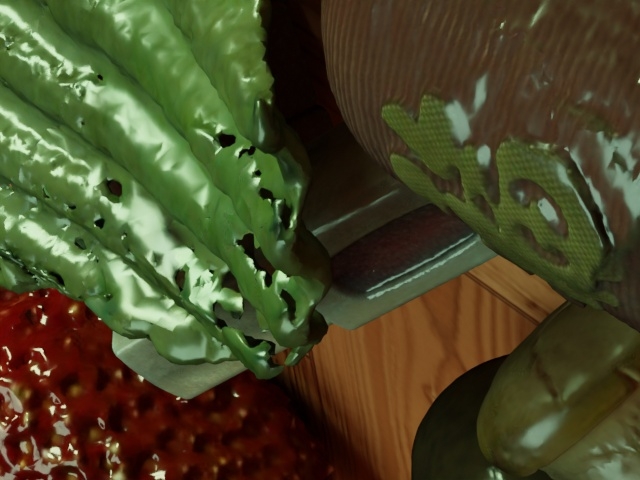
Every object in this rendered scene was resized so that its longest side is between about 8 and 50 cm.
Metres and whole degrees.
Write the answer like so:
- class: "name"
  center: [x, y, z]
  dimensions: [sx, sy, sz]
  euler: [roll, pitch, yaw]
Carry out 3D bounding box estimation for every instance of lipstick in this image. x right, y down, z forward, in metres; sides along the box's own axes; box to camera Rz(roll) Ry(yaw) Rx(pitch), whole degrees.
- class: "lipstick"
  center: [0.000, 0.000, 0.814]
  dimensions: [0.079, 0.077, 0.253]
  euler: [37, 134, -28]

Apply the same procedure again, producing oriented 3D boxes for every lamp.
- class: "lamp"
  center: [0.105, -0.063, 0.553]
  dimensions: [0.258, 0.180, 0.180]
  euler: [34, 152, 33]

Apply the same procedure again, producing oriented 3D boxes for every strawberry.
- class: "strawberry"
  center: [-0.152, 0.174, 1.272]
  dimensions: [0.343, 0.292, 0.292]
  euler: [44, 157, 24]

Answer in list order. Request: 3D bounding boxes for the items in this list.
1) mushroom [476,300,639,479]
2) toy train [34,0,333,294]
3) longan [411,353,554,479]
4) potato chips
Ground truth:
- class: "mushroom"
  center: [0.247, 0.175, 0.716]
  dimensions: [0.407, 0.137, 0.154]
  euler: [43, 170, 1]
- class: "toy train"
  center: [-0.108, -0.070, 1.008]
  dimensions: [0.304, 0.150, 0.221]
  euler: [15, 128, 57]
- class: "longan"
  center: [0.122, 0.145, 0.867]
  dimensions: [0.187, 0.167, 0.167]
  euler: [56, 165, 38]
- class: "potato chips"
  center: [-0.111, -0.123, 0.763]
  dimensions: [0.389, 0.097, 0.373]
  euler: [8, 103, 50]
